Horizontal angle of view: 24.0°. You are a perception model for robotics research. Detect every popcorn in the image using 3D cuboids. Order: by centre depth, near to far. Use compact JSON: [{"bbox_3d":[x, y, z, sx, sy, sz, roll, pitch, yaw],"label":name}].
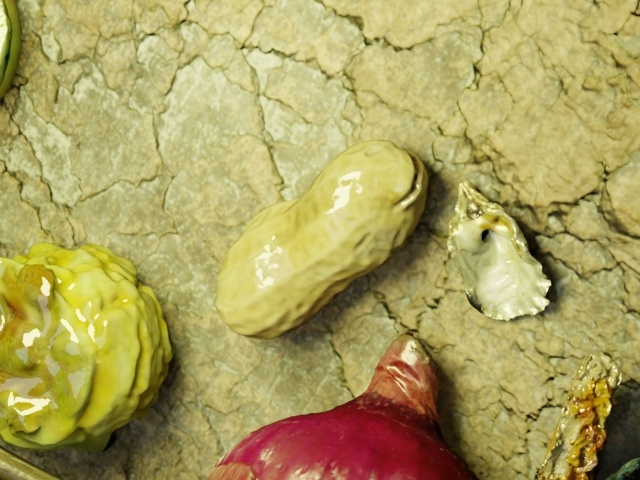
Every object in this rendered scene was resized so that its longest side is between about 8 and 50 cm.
[{"bbox_3d":[-0.313,0.122,1.746,0.293,0.237,0.293,4,103,18],"label":"popcorn"}]

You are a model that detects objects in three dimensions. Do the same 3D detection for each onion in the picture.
[{"bbox_3d":[0.051,0.278,1.598,0.348,0.348,0.385,13,72,23],"label":"onion"}]

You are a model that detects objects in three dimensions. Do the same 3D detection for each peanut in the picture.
[{"bbox_3d":[0.000,0.000,1.634,0.290,0.130,0.130,-36,85,25],"label":"peanut"}]

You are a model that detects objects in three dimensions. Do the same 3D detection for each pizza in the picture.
[{"bbox_3d":[0.260,0.234,1.561,0.058,0.127,0.246,19,94,15],"label":"pizza"}]

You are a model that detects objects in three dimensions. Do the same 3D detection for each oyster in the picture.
[{"bbox_3d":[0.182,0.023,1.591,0.146,0.045,0.121,30,110,9],"label":"oyster"}]

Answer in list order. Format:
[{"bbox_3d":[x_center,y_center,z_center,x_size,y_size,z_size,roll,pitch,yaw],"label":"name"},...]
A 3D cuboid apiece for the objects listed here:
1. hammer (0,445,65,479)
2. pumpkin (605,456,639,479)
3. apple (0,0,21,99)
[{"bbox_3d":[-0.272,0.309,1.761,0.440,0.168,0.044,28,73,-6],"label":"hammer"},{"bbox_3d":[0.373,0.322,1.504,0.233,0.163,0.233,7,107,25],"label":"pumpkin"},{"bbox_3d":[-0.444,-0.239,1.765,0.207,0.174,0.188,17,83,27],"label":"apple"}]
